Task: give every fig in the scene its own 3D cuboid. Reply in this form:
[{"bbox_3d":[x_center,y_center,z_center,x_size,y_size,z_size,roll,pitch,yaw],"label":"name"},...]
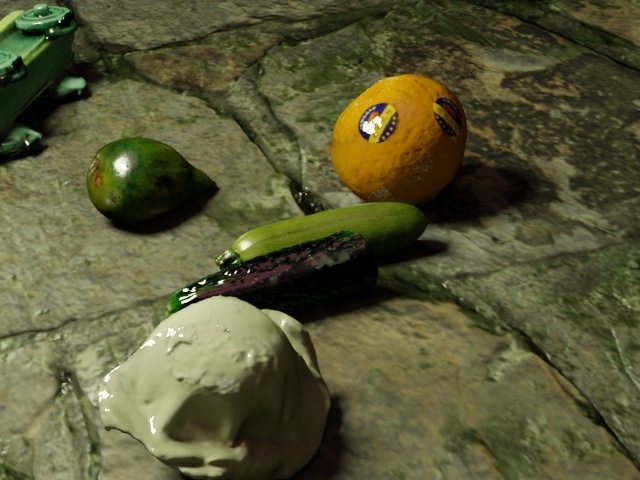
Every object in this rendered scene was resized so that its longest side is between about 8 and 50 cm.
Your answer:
[{"bbox_3d":[-0.208,-0.081,2.049,0.177,0.117,0.117,-12,27,-35],"label":"fig"}]

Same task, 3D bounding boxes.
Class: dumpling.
[{"bbox_3d":[-0.086,0.151,1.555,0.193,0.147,0.258,45,43,17],"label":"dumpling"}]

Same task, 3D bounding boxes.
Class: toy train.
[{"bbox_3d":[-0.487,-0.231,2.338,0.237,0.150,0.369,-3,26,17],"label":"toy train"}]

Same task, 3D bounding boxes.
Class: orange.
[{"bbox_3d":[0.099,-0.121,1.989,0.177,0.155,0.177,-37,25,21],"label":"orange"}]

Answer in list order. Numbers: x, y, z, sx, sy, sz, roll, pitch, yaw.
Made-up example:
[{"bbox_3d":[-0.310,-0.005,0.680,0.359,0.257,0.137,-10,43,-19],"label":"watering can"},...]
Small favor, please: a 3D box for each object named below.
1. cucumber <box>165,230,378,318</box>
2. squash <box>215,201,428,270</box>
[{"bbox_3d":[-0.057,0.049,1.795,0.241,0.074,0.074,-16,30,-18],"label":"cucumber"},{"bbox_3d":[0.000,0.000,1.885,0.258,0.069,0.069,-12,28,-13],"label":"squash"}]
